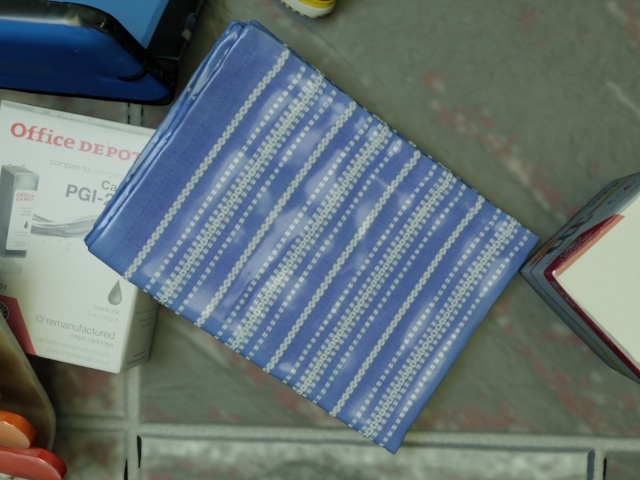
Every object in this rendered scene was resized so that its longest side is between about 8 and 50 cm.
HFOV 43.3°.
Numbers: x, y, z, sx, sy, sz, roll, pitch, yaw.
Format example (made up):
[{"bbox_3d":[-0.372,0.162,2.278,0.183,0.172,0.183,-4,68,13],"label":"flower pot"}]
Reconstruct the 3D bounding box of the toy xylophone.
[{"bbox_3d":[-0.346,0.098,0.666,0.236,0.081,0.323,1,134,21],"label":"toy xylophone"}]

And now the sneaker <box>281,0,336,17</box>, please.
[{"bbox_3d":[-0.053,-0.280,0.716,0.185,0.084,0.070,29,52,-3],"label":"sneaker"}]

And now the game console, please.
[{"bbox_3d":[-0.259,-0.213,0.648,0.292,0.250,0.174,6,85,6],"label":"game console"}]

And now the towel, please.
[{"bbox_3d":[0.000,0.000,0.697,0.336,0.040,0.243,35,87,-11],"label":"towel"}]

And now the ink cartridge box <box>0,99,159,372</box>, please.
[{"bbox_3d":[-0.221,-0.005,0.737,0.158,0.092,0.218,12,90,4],"label":"ink cartridge box"}]

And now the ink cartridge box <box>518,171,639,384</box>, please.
[{"bbox_3d":[0.259,0.029,0.658,0.128,0.176,0.127,-44,85,3],"label":"ink cartridge box"}]
